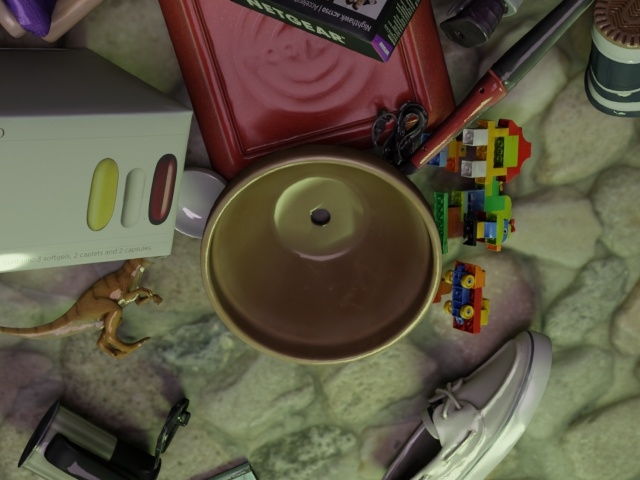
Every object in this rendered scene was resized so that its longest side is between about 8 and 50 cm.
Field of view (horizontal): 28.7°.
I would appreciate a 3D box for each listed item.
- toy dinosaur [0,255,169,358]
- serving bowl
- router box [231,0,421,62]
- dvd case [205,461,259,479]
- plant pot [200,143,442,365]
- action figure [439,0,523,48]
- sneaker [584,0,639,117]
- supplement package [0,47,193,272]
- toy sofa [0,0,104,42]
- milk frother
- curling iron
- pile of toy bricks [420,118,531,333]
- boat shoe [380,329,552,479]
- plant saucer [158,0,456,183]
[{"bbox_3d":[-0.238,0.077,1.324,0.211,0.064,0.112,-34,91,1],"label":"toy dinosaur"},{"bbox_3d":[-0.123,-0.043,1.282,0.083,0.027,0.083,6,126,8],"label":"serving bowl"},{"bbox_3d":[0.011,-0.250,1.109,0.179,0.046,0.133,27,83,27],"label":"router box"},{"bbox_3d":[-0.094,0.319,1.438,0.087,0.013,0.119,-23,109,7],"label":"dvd case"},{"bbox_3d":[0.000,0.000,1.257,0.237,0.110,0.237,-1,119,-1],"label":"plant pot"},{"bbox_3d":[0.199,-0.313,1.150,0.285,0.099,0.185,-44,105,-5],"label":"action figure"},{"bbox_3d":[0.356,-0.229,1.195,0.282,0.099,0.153,-38,154,-17],"label":"sneaker"},{"bbox_3d":[-0.283,-0.078,1.116,0.262,0.204,0.145,-7,117,-39],"label":"supplement package"},{"bbox_3d":[-0.297,-0.358,1.080,0.150,0.177,0.362,-36,107,12],"label":"toy sofa"},{"bbox_3d":[-0.230,0.213,1.360,0.135,0.129,0.143,33,64,-14],"label":"milk frother"},{"bbox_3d":[0.153,-0.154,1.174,0.274,0.035,0.068,-37,104,24],"label":"curling iron"},{"bbox_3d":[0.160,-0.021,1.279,0.105,0.118,0.212,-6,103,-36],"label":"pile of toy bricks"},{"bbox_3d":[0.151,0.199,1.361,0.088,0.096,0.267,25,117,-16],"label":"boat shoe"},{"bbox_3d":[-0.015,-0.194,1.222,0.258,0.048,0.259,-15,110,4],"label":"plant saucer"}]
